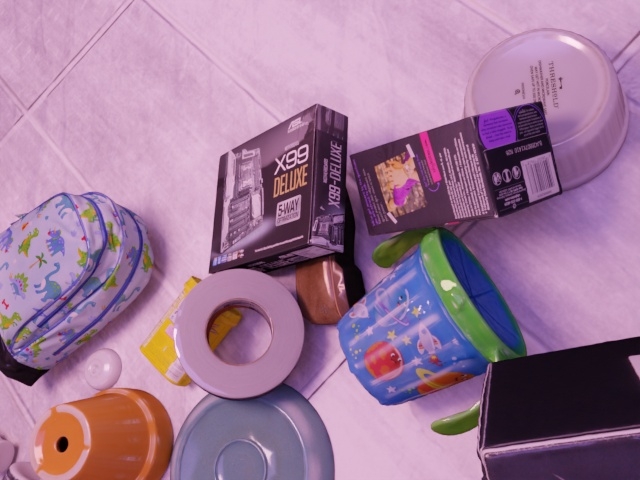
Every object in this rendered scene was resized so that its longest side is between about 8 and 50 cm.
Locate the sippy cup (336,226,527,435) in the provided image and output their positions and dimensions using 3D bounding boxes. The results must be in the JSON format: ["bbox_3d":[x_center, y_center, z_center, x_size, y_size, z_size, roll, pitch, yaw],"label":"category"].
[{"bbox_3d":[0.157,0.134,1.035,0.224,0.305,0.240,-35,100,20],"label":"sippy cup"}]

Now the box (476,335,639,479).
[{"bbox_3d":[0.459,0.349,0.707,0.479,0.297,0.472,-14,93,17],"label":"box"}]

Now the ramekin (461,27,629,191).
[{"bbox_3d":[0.360,-0.221,1.105,0.272,0.127,0.273,-7,71,20],"label":"ramekin"}]

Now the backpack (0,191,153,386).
[{"bbox_3d":[-0.498,0.063,1.313,0.355,0.273,0.290,-25,59,-1],"label":"backpack"}]

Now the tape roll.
[{"bbox_3d":[-0.138,0.162,1.155,0.219,0.072,0.219,2,72,-5],"label":"tape roll"}]

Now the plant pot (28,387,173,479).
[{"bbox_3d":[-0.400,0.360,1.193,0.205,0.188,0.205,-7,71,20],"label":"plant pot"}]

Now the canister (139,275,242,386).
[{"bbox_3d":[-0.245,0.170,1.255,0.126,0.073,0.170,38,91,26],"label":"canister"}]

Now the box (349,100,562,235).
[{"bbox_3d":[0.198,-0.102,1.029,0.270,0.165,0.143,-8,98,55],"label":"box"}]

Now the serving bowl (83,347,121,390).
[{"bbox_3d":[-0.436,0.254,1.330,0.083,0.027,0.083,-6,72,20],"label":"serving bowl"}]

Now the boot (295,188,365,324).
[{"bbox_3d":[0.000,0.000,1.199,0.115,0.112,0.305,-14,71,28],"label":"boot"}]

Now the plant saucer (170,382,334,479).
[{"bbox_3d":[-0.131,0.394,1.157,0.317,0.043,0.318,-6,72,20],"label":"plant saucer"}]

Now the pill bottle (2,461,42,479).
[{"bbox_3d":[-0.563,0.546,1.232,0.130,0.130,0.246,22,83,26],"label":"pill bottle"}]

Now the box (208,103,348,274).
[{"bbox_3d":[-0.079,-0.073,1.188,0.307,0.076,0.242,-16,66,49],"label":"box"}]

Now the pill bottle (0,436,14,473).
[{"bbox_3d":[-0.700,0.419,1.350,0.160,0.087,0.087,6,76,23],"label":"pill bottle"}]
